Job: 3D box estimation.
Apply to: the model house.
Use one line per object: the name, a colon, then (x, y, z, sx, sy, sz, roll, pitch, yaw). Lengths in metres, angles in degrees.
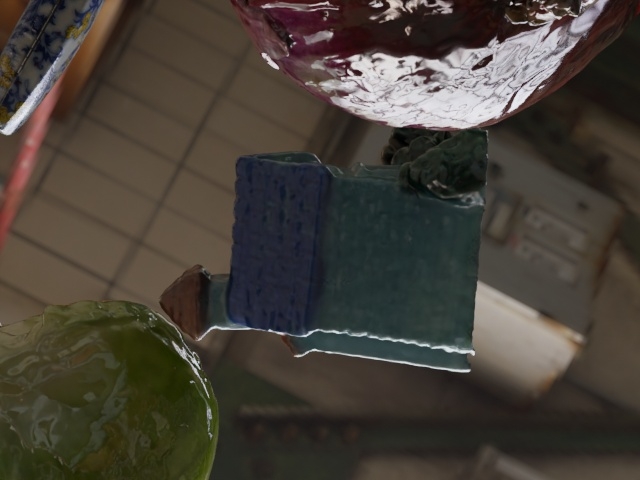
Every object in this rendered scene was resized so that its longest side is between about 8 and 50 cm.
model house: (0.000, 0.000, 1.841, 0.295, 0.329, 0.252, -90, 179, -81)

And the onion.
onion: (0.109, -0.217, 1.118, 0.285, 0.347, 0.347, 42, -72, 48)

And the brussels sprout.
brussels sprout: (-0.277, 0.209, 1.911, 0.268, 0.344, 0.344, 4, -116, 63)

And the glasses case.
glasses case: (-0.270, -0.219, 1.800, 0.248, 0.065, 0.087, -59, -177, 6)
